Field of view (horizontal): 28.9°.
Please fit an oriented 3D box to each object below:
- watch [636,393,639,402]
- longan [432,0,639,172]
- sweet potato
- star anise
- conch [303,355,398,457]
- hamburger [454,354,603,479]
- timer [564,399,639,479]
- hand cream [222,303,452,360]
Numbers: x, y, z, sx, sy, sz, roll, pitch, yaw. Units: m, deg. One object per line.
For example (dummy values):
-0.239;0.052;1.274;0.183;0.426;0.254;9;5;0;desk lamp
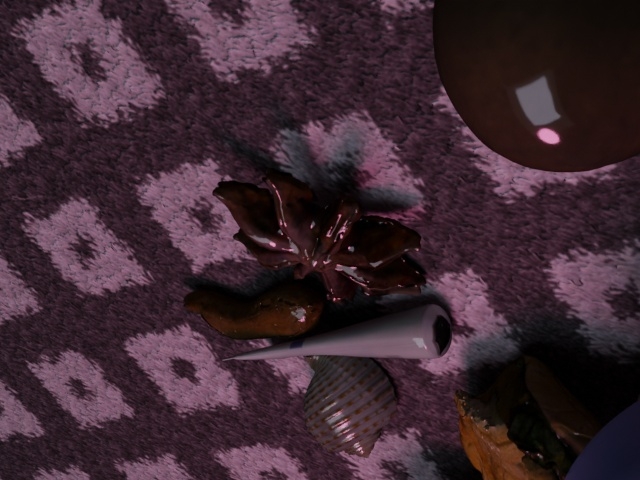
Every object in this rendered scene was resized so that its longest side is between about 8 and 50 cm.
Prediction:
0.497;0.275;1.414;0.241;0.162;0.253;-8;122;26;watch
0.213;-0.178;1.093;0.246;0.246;0.215;48;149;-18;longan
-0.083;0.096;1.664;0.233;0.062;0.081;-5;119;40;sweet potato
0.000;0.000;1.496;0.288;0.088;0.288;18;151;11;star anise
0.036;0.227;1.691;0.135;0.102;0.153;-21;118;27;conch
0.279;0.280;1.506;0.285;0.134;0.265;58;172;42;hamburger
0.401;0.303;1.261;0.395;0.173;0.395;-4;121;-7;timer
0.027;0.136;1.611;0.321;0.109;0.067;-12;86;36;hand cream
